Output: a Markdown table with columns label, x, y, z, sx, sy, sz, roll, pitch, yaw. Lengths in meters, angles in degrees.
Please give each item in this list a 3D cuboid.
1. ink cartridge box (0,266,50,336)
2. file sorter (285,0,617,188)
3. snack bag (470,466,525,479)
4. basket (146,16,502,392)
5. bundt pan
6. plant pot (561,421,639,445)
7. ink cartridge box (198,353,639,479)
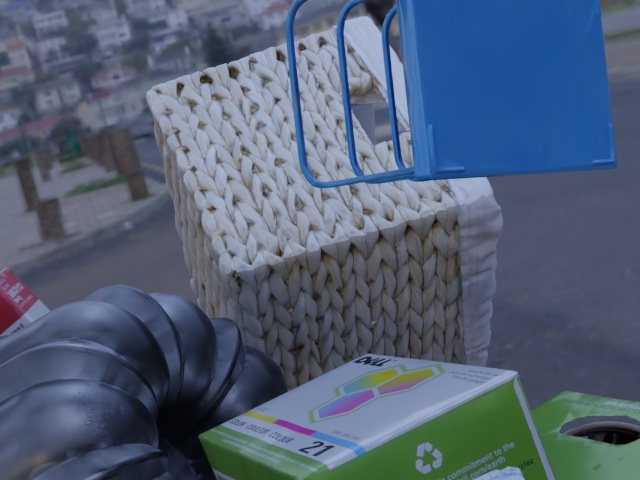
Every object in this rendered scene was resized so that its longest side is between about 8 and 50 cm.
| label | x | y | z | sx | sy | sz | roll | pitch | yaw |
| --- | --- | --- | --- | --- | --- | --- | --- | --- | --- |
| ink cartridge box | -0.406 | 0.205 | 1.485 | 0.197 | 0.273 | 0.114 | -41 | 9 | 2 |
| file sorter | 0.077 | -0.092 | 0.648 | 0.170 | 0.118 | 0.104 | -6 | 0 | -42 |
| snack bag | -0.044 | 0.261 | 0.432 | 0.342 | 0.323 | 0.037 | -14 | 23 | -37 |
| basket | 0.000 | 0.000 | 1.179 | 0.266 | 0.331 | 0.328 | -17 | 47 | -12 |
| bundt pan | -0.106 | 0.171 | 0.822 | 0.124 | 0.331 | 0.331 | -38 | -2 | 26 |
| plant pot | 0.271 | 0.246 | 1.060 | 0.167 | 0.167 | 0.165 | -13 | -5 | 9 |
| ink cartridge box | 0.081 | 0.112 | 0.655 | 0.255 | 0.097 | 0.189 | -24 | 6 | -21 |
